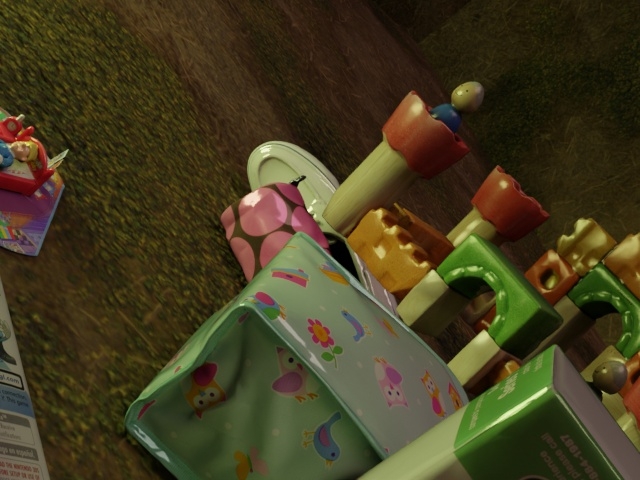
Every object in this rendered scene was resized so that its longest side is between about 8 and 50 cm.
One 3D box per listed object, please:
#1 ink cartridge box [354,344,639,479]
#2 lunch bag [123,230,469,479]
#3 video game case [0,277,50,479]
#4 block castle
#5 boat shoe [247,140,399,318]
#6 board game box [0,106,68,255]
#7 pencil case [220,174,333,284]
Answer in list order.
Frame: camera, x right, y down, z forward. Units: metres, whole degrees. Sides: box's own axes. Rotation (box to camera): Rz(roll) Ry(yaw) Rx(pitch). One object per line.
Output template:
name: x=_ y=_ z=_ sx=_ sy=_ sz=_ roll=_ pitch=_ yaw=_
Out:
ink cartridge box: x=0.080 y=0.225 z=0.593 sx=0.201 sy=0.278 sz=0.117 roll=54 pitch=14 yaw=3
lunch bag: x=0.014 y=0.147 z=0.778 sx=0.262 sy=0.160 sz=0.223 roll=45 pitch=17 yaw=-4
video game case: x=-0.265 y=0.046 z=0.467 sx=0.329 sy=0.036 sz=0.300 roll=28 pitch=29 yaw=-51
block castle: x=0.239 y=0.064 z=1.022 sx=0.303 sy=0.213 sz=0.453 roll=29 pitch=19 yaw=-52
boat shoe: x=0.000 y=0.000 z=1.123 sx=0.258 sy=0.095 sz=0.084 roll=54 pitch=13 yaw=7
board game box: x=-0.236 y=-0.068 z=0.759 sx=0.133 sy=0.033 sz=0.169 roll=45 pitch=19 yaw=-23
pencil case: x=-0.014 y=0.041 z=1.014 sx=0.098 sy=0.095 sz=0.209 roll=15 pitch=44 yaw=-55
